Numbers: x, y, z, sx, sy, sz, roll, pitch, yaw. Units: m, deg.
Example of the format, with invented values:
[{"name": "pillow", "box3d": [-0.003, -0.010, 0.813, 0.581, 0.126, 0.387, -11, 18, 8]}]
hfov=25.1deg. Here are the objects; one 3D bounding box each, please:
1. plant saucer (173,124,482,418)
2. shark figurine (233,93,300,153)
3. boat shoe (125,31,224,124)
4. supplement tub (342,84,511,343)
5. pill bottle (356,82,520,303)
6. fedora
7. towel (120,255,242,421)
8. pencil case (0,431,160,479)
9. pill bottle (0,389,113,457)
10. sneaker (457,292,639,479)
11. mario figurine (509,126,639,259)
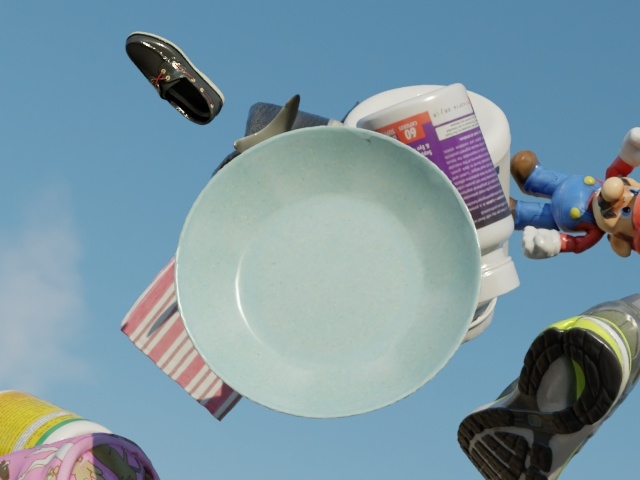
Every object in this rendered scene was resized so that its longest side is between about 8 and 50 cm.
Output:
[{"name": "plant saucer", "box3d": [0.005, 0.022, 0.918, 0.195, 0.195, 0.037, 11, -19, 9]}, {"name": "shark figurine", "box3d": [0.000, -0.017, 1.685, 0.116, 0.278, 0.166, -19, -21, 13]}, {"name": "boat shoe", "box3d": [-0.166, -0.183, 1.611, 0.133, 0.042, 0.049, 41, -55, -11]}, {"name": "supplement tub", "box3d": [0.150, -0.031, 2.042, 0.235, 0.235, 0.324, 7, -54, 16]}, {"name": "pill bottle", "box3d": [0.113, -0.037, 1.315, 0.108, 0.193, 0.108, -20, 2, 1]}, {"name": "fedora", "box3d": [-0.070, -0.108, 2.156, 0.152, 0.334, 0.334, 30, -27, -4]}, {"name": "towel", "box3d": [-0.155, 0.122, 1.892, 0.197, 0.144, 0.029, 41, 5, 15]}, {"name": "pencil case", "box3d": [-0.298, 0.266, 1.114, 0.386, 0.167, 0.160, -20, -15, 20]}, {"name": "pill bottle", "box3d": [-0.317, 0.227, 1.543, 0.208, 0.117, 0.117, 13, -20, 43]}, {"name": "sneaker", "box3d": [0.233, 0.156, 1.369, 0.111, 0.121, 0.300, 52, -37, 15]}, {"name": "mario figurine", "box3d": [0.400, -0.071, 2.164, 0.320, 0.198, 0.170, 10, 16, 44]}]
